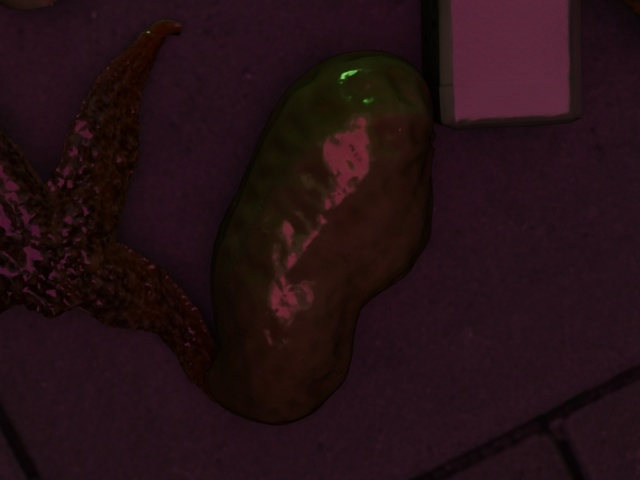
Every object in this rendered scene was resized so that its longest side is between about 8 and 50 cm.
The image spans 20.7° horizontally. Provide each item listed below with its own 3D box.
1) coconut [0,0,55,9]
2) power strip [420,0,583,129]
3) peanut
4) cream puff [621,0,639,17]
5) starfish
[{"bbox_3d":[-0.282,-0.294,1.645,0.147,0.152,0.147,-9,68,25],"label":"coconut"},{"bbox_3d":[0.172,-0.225,1.697,0.139,0.140,0.224,-3,99,-4],"label":"power strip"},{"bbox_3d":[0.000,0.000,1.702,0.192,0.169,0.387,19,101,-23],"label":"peanut"},{"bbox_3d":[0.368,-0.323,1.647,0.343,0.231,0.327,-12,92,-19],"label":"cream puff"},{"bbox_3d":[-0.268,-0.027,1.700,0.398,0.132,0.384,1,94,-9],"label":"starfish"}]
